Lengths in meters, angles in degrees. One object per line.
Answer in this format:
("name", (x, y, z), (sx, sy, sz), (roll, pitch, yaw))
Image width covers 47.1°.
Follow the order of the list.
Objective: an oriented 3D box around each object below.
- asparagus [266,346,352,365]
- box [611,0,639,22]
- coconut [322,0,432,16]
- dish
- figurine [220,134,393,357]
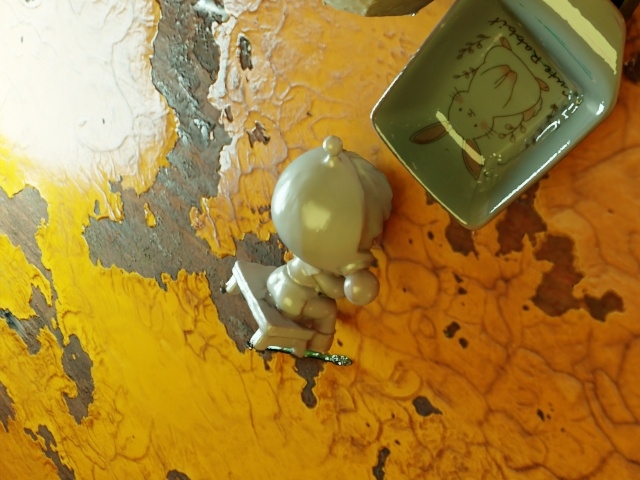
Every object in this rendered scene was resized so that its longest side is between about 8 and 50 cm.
("asparagus", (-0.025, 0.145, 0.943), (0.166, 0.016, 0.013), (2, 73, 42))
("box", (0.219, -0.209, 0.590), (0.079, 0.035, 0.083), (40, 128, 24))
("coconut", (0.050, -0.287, 0.592), (0.234, 0.224, 0.224), (48, 130, 20))
("dish", (0.159, -0.129, 0.631), (0.154, 0.064, 0.234), (49, 140, 7))
("figurine", (-0.010, -0.004, 0.804), (0.145, 0.182, 0.256), (17, 117, -12))
